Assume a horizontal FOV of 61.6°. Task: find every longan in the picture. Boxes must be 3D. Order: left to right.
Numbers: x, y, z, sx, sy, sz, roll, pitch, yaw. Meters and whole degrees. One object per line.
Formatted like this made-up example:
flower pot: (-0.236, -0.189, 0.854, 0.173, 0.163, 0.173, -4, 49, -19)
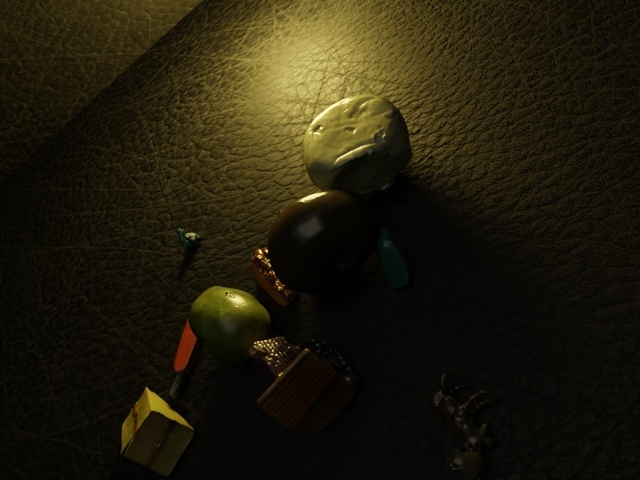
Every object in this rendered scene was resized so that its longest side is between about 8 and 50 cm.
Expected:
longan: (0.000, 0.000, 1.566, 0.350, 0.288, 0.288, -34, 50, 21)

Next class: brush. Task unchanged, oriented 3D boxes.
brush: (-0.437, 0.362, 1.788, 0.070, 0.051, 0.323, 2, 61, 26)

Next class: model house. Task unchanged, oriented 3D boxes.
model house: (-0.057, 0.347, 1.424, 0.202, 0.237, 0.237, -45, 49, 4)

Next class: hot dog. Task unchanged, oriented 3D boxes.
hot dog: (-0.160, 0.110, 1.736, 0.102, 0.076, 0.249, -45, 50, 7)

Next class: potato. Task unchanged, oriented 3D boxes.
potato: (-0.281, 0.253, 1.648, 0.304, 0.216, 0.215, 10, 69, 47)

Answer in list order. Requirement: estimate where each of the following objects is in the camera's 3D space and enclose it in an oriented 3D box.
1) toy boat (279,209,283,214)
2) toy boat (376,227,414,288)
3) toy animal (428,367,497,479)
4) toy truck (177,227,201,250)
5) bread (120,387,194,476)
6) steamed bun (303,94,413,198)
toy boat: (-0.113, -0.013, 1.789, 0.072, 0.064, 0.206, -30, 49, 34)
toy boat: (0.207, 0.043, 1.533, 0.091, 0.110, 0.175, -20, 96, 23)
toy animal: (0.327, 0.424, 1.239, 0.186, 0.094, 0.214, -48, 41, -6)
toy truck: (-0.501, -0.006, 2.014, 0.056, 0.090, 0.073, 11, 70, 36)
bread: (-0.520, 0.598, 1.707, 0.167, 0.163, 0.264, -58, 18, -7)
steamed bun: (0.119, -0.283, 1.687, 0.334, 0.233, 0.311, -15, 54, 15)
